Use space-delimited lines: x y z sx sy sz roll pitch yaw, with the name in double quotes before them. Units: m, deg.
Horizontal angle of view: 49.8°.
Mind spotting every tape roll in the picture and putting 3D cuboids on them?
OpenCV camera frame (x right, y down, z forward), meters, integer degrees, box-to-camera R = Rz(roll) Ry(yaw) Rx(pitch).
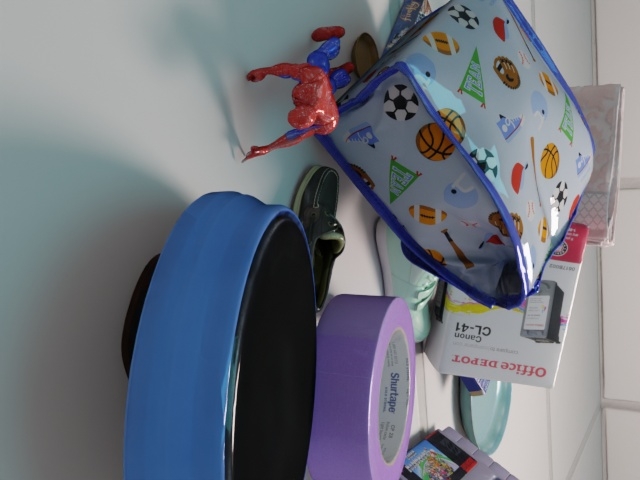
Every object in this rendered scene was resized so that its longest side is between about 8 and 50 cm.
"tape roll" 0.063 0.214 0.971 0.275 0.090 0.274 2 90 -70

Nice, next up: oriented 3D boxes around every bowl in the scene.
"bowl" -0.071 0.146 0.679 0.391 0.077 0.391 1 90 -79

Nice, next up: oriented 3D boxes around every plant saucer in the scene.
"plant saucer" 0.069 -0.286 1.093 0.083 0.015 0.083 -2 92 -60
"plant saucer" 0.383 0.333 1.600 0.318 0.044 0.317 -4 94 -59

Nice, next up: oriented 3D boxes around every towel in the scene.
"towel" 0.421 -0.149 1.380 0.053 0.332 0.316 18 76 -58

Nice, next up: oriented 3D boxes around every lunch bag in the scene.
"lunch bag" 0.228 -0.133 1.022 0.385 0.239 0.328 48 54 -12

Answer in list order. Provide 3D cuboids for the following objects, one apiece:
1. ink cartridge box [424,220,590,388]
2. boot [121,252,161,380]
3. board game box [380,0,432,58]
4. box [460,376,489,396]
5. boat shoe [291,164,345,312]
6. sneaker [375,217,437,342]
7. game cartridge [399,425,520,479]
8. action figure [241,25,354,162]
"ink cartridge box" 0.334 0.095 1.260 0.131 0.226 0.306 -99 -163 -83
"boot" -0.146 0.124 0.708 0.106 0.082 0.219 38 51 -79
"board game box" 0.165 -0.293 1.227 0.165 0.042 0.243 57 44 -42
"box" 0.292 0.190 1.417 0.225 0.036 0.136 58 41 -19
"boat shoe" -0.001 0.000 0.923 0.080 0.073 0.223 46 52 -50
"sneaker" 0.191 0.074 1.169 0.094 0.151 0.255 -52 134 -48
"game cartridge" 0.237 0.444 1.191 0.355 0.230 0.068 -4 129 -59
"action figure" -0.035 -0.188 0.867 0.280 0.139 0.091 -80 153 -61
